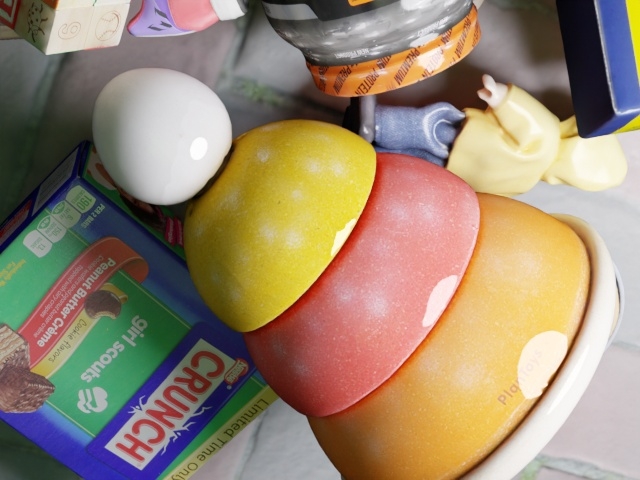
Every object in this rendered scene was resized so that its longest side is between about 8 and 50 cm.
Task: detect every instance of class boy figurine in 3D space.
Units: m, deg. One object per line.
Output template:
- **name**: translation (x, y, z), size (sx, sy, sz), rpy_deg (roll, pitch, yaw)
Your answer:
- **boy figurine**: translation (0.168, -0.102, 1.361), size (0.285, 0.092, 0.177), rpy_deg (2, 147, -6)

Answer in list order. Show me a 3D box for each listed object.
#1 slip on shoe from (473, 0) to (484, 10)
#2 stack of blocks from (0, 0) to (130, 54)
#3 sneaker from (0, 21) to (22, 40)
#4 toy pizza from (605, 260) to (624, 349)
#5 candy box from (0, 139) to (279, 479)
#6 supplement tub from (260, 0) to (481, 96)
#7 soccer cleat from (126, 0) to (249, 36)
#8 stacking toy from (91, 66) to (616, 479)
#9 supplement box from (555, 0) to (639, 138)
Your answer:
- **slip on shoe**: translation (0.125, -0.213, 1.346), size (0.041, 0.051, 0.135), rpy_deg (16, 111, -54)
- **stack of blocks**: translation (-0.216, -0.327, 1.134), size (0.171, 0.087, 0.297), rpy_deg (37, 122, 25)
- **sneaker**: translation (-0.306, -0.227, 1.314), size (0.188, 0.066, 0.071), rpy_deg (-3, 99, -7)
- **toy pizza**: translation (0.233, 0.079, 1.494), size (0.201, 0.032, 0.201), rpy_deg (-1, 116, -2)
- **candy box**: translation (-0.214, 0.100, 1.433), size (0.317, 0.122, 0.268), rpy_deg (40, 106, -21)
- **supplement tub**: translation (0.019, -0.311, 1.200), size (0.207, 0.207, 0.338), rpy_deg (-17, 115, 5)
- **soccer cleat**: translation (-0.160, -0.335, 1.199), size (0.116, 0.108, 0.318), rpy_deg (-18, 97, 7)
- **stacking toy**: translation (0.000, 0.000, 1.252), size (0.480, 0.350, 0.350), rpy_deg (40, 108, -19)
- **supplement box**: translation (0.406, -0.222, 1.234), size (0.356, 0.194, 0.195), rpy_deg (-9, 88, 1)
